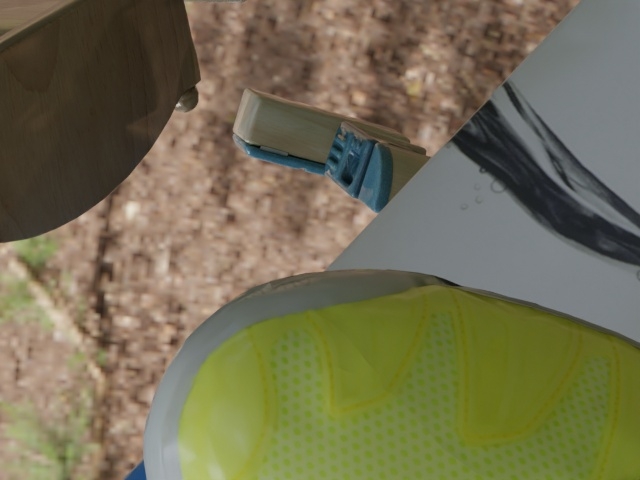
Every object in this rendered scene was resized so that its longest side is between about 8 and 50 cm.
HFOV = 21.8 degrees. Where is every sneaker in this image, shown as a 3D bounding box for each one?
[{"bbox_3d":[0.124,0.131,0.404,0.385,0.147,0.145,35,86,4],"label":"sneaker"}]

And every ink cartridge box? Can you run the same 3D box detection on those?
[{"bbox_3d":[0.141,0.063,0.764,0.395,0.285,0.166,-47,58,-2],"label":"ink cartridge box"}]

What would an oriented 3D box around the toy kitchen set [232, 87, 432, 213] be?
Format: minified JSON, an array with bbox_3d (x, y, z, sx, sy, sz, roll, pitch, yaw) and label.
[{"bbox_3d":[0.000,0.000,1.161,0.207,0.122,0.166,-137,63,-71],"label":"toy kitchen set"}]

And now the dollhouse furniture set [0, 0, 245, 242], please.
[{"bbox_3d":[-0.210,0.003,0.643,0.303,0.355,0.173,9,124,36],"label":"dollhouse furniture set"}]
